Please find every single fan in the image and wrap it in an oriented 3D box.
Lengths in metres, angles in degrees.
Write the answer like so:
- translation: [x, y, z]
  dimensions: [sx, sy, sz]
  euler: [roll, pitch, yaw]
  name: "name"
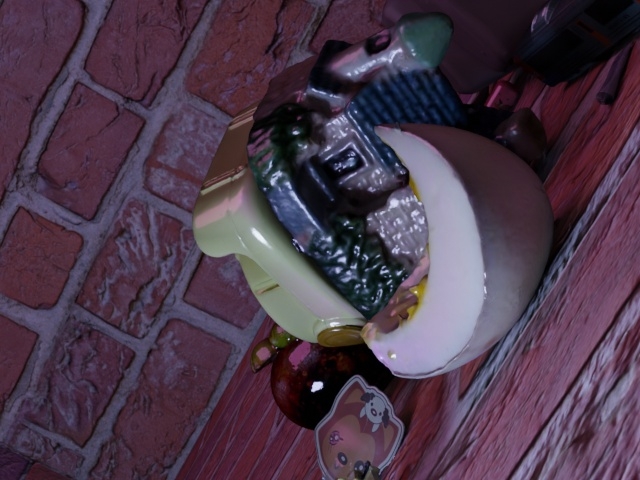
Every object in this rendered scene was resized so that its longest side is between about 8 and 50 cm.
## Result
- translation: [0.024, 0.275, 1.817]
  dimensions: [0.220, 0.009, 0.132]
  euler: [-58, 46, 18]
  name: "fan"

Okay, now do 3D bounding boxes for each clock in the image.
- translation: [0.000, 0.000, 1.887]
  dimensions: [0.117, 0.348, 0.286]
  euler: [-23, 30, 32]
  name: "clock"

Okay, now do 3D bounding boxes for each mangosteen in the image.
- translation: [-0.002, 0.160, 2.018]
  dimensions: [0.200, 0.199, 0.200]
  euler: [-62, 6, 10]
  name: "mangosteen"

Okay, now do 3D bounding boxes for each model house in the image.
- translation: [0.110, -0.107, 1.754]
  dimensions: [0.284, 0.298, 0.243]
  euler: [-26, 25, 27]
  name: "model house"

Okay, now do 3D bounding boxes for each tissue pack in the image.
- translation: [0.241, -0.365, 2.108]
  dimensions: [0.236, 0.229, 0.333]
  euler: [-50, 4, -9]
  name: "tissue pack"

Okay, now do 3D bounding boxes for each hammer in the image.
- translation: [0.257, -0.192, 2.142]
  dimensions: [0.083, 0.043, 0.043]
  euler: [-62, 5, 19]
  name: "hammer"

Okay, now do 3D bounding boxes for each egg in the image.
- translation: [0.158, 0.003, 1.526]
  dimensions: [0.206, 0.161, 0.271]
  euler: [12, 110, 53]
  name: "egg"

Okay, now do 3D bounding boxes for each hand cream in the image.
- translation: [0.321, -0.182, 1.613]
  dimensions: [0.030, 0.019, 0.093]
  euler: [-53, 9, 53]
  name: "hand cream"

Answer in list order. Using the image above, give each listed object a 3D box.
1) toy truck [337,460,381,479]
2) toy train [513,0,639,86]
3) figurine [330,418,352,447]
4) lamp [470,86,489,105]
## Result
- translation: [0.050, 0.295, 1.547]
  dimensions: [0.169, 0.077, 0.100]
  euler: [-89, 24, -81]
  name: "toy truck"
- translation: [0.323, -0.273, 1.676]
  dimensions: [0.086, 0.089, 0.409]
  euler: [-59, 4, -13]
  name: "toy train"
- translation: [0.045, 0.250, 1.860]
  dimensions: [0.071, 0.067, 0.083]
  euler: [-25, 77, 59]
  name: "figurine"
- translation: [0.214, -0.214, 2.437]
  dimensions: [0.203, 0.124, 0.283]
  euler: [88, -161, -57]
  name: "lamp"
